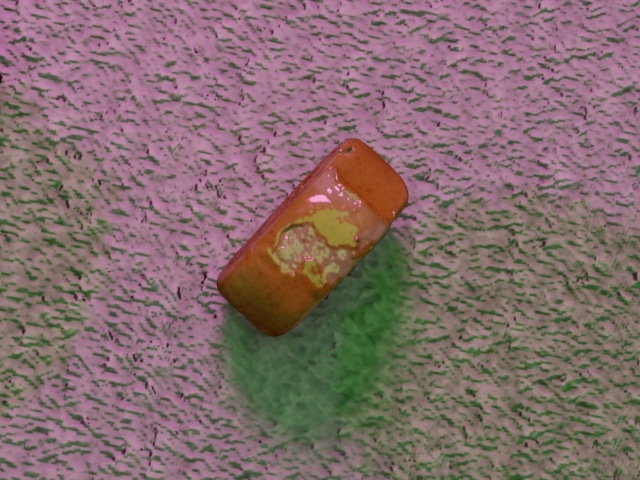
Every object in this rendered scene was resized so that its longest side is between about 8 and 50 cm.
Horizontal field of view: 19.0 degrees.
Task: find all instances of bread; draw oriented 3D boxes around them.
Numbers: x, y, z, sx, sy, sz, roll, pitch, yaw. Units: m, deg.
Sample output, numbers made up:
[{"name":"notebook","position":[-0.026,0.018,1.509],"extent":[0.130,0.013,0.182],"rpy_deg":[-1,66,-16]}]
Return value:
[{"name":"bread","position":[0.000,0.000,1.319],"extent":[0.073,0.122,0.149],"rpy_deg":[43,79,-4]}]

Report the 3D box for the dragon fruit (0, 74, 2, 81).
[{"name":"dragon fruit","position":[-0.390,-0.195,1.239],"extent":[0.329,0.228,0.286],"rpy_deg":[-17,86,-12]}]
